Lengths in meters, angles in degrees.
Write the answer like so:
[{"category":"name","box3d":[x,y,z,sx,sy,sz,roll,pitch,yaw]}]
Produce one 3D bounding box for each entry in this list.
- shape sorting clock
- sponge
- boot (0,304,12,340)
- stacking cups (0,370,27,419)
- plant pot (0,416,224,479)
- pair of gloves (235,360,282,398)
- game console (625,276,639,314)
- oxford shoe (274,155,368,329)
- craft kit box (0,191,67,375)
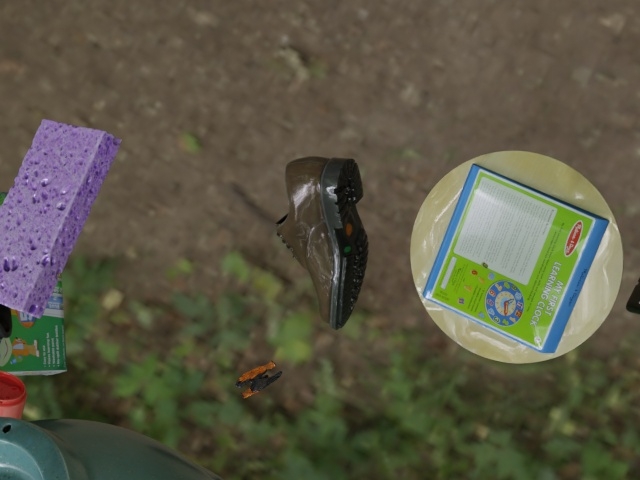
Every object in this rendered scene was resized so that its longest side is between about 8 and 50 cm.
[{"category":"shape sorting clock","box3d":[0.187,0.016,1.431,0.206,0.206,0.040,21,-165,19]},{"category":"sponge","box3d":[-0.297,-0.027,1.596,0.117,0.210,0.031,16,169,44]},{"category":"boot","box3d":[-0.456,0.139,1.729,0.118,0.223,0.338,-65,-44,-82]},{"category":"stacking cups","box3d":[-0.402,0.289,1.686,0.096,0.316,0.096,13,-155,-6]},{"category":"plant pot","box3d":[-0.200,0.241,1.042,0.293,0.293,0.196,13,153,36]},{"category":"pair of gloves","box3d":[-0.099,0.219,2.369,0.010,0.074,0.083,63,173,-19]},{"category":"game console","box3d":[0.451,0.059,1.866,0.071,0.107,0.122,28,177,-9]},{"category":"oxford shoe","box3d":[0.000,0.000,1.717,0.096,0.083,0.227,8,123,23]},{"category":"craft kit box","box3d":[-0.461,0.057,1.984,0.247,0.249,0.061,0,170,-36]}]
